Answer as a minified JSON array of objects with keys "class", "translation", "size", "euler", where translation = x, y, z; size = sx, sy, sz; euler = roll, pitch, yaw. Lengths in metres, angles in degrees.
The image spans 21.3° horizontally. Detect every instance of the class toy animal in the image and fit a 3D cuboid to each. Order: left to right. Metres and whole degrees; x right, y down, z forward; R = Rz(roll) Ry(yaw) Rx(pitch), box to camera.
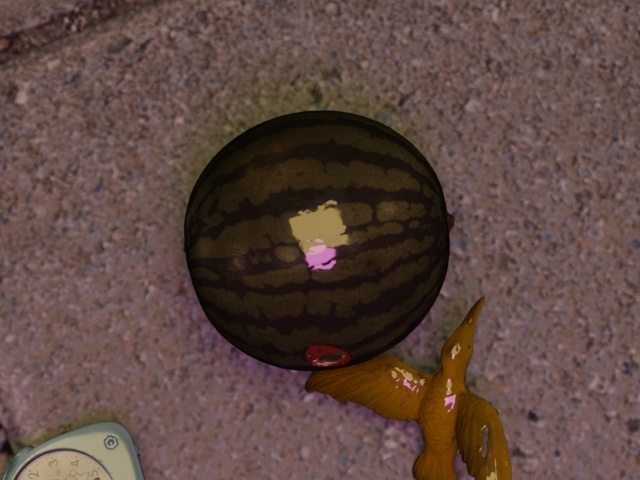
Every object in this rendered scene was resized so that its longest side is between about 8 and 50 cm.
[{"class":"toy animal","translation":[0.102,0.124,1.370],"size":[0.219,0.095,0.155],"euler":[22,75,33]}]

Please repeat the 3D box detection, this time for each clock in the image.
[{"class":"clock","translation":[-0.209,0.210,1.352],"size":[0.147,0.045,0.108],"euler":[-15,78,-6]}]

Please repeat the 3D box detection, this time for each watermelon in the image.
[{"class":"watermelon","translation":[0.000,0.000,1.333],"size":[0.212,0.212,0.212],"euler":[1,77,-4]}]
